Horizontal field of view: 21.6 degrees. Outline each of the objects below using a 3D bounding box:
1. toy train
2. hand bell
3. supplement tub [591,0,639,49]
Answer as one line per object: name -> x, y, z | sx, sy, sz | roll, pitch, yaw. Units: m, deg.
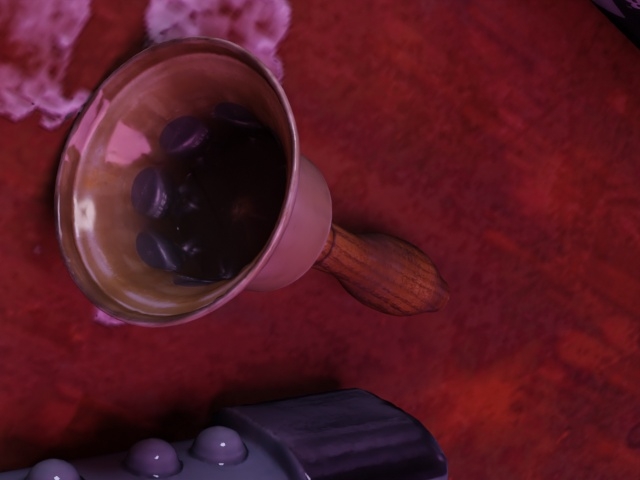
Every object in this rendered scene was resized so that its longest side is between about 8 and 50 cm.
toy train -> -0.080, 0.183, 0.823 | 0.334, 0.142, 0.190 | -6, 108, -32
hand bell -> 0.000, 0.000, 0.800 | 0.126, 0.126, 0.242 | -58, 146, 7
supplement tub -> 0.250, -0.137, 0.820 | 0.316, 0.193, 0.193 | 33, 94, -45
